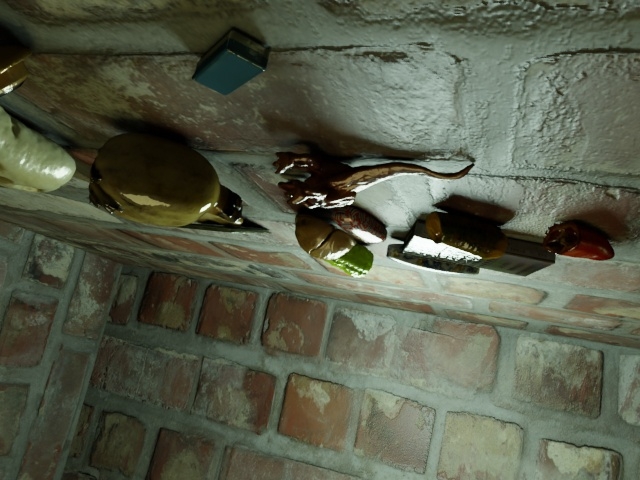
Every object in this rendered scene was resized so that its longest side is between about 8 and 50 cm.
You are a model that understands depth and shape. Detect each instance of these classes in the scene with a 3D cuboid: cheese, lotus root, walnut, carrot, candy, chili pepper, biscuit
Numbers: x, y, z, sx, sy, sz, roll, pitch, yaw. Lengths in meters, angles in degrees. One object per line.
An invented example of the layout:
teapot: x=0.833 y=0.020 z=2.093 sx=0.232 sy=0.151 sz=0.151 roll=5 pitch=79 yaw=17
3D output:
cheese: x=-0.659 y=-0.199 z=1.088 sx=0.328 sy=0.130 sz=0.351 roll=22 pitch=166 yaw=-31
lotus root: x=-0.292 y=-0.107 z=1.071 sx=0.309 sy=0.183 sz=0.182 roll=15 pitch=167 yaw=-26
walnut: x=-0.001 y=0.002 z=1.366 sx=0.167 sy=0.087 sz=0.211 roll=24 pitch=176 yaw=-5
carrot: x=0.309 y=-0.009 z=1.143 sx=0.173 sy=0.082 sz=0.082 roll=11 pitch=168 yaw=-11
candy: x=0.055 y=0.036 z=1.557 sx=0.209 sy=0.097 sz=0.096 roll=23 pitch=164 yaw=-24
chili pepper: x=0.537 y=0.013 z=1.085 sx=0.168 sy=0.065 sz=0.088 roll=14 pitch=169 yaw=-27
biscuit: x=-0.298 y=-0.085 z=1.444 sx=0.164 sy=0.047 sz=0.208 roll=9 pitch=168 yaw=2

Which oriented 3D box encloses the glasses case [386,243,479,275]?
glasses case: x=0.299 y=0.051 z=1.437 sx=0.247 sy=0.065 sz=0.087 roll=10 pitch=179 yaw=1

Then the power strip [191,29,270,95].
power strip: x=-0.118 y=-0.225 z=0.696 sx=0.056 sy=0.032 sz=0.123 roll=20 pitch=165 yaw=-31

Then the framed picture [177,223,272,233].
framed picture: x=-0.313 y=-0.038 z=1.620 sx=0.273 sy=0.016 sz=0.216 roll=5 pitch=-179 yaw=26

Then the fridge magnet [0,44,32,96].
fridge magnet: x=-0.477 y=-0.236 z=0.765 sx=0.142 sy=0.143 sz=0.063 roll=4 pitch=129 yaw=32

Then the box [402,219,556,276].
box: x=0.372 y=0.023 z=1.305 sx=0.324 sy=0.047 sz=0.180 roll=11 pitch=167 yaw=2

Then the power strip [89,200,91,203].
power strip: x=-0.546 y=-0.125 z=1.464 sx=0.145 sy=0.061 sz=0.215 roll=18 pitch=167 yaw=-23

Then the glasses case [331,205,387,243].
glasses case: x=0.100 y=-0.031 z=1.307 sx=0.073 sy=0.049 sz=0.194 roll=2 pitch=164 yaw=35

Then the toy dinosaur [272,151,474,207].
toy dinosaur: x=0.029 y=-0.102 z=0.961 sx=0.208 sy=0.097 sz=0.432 roll=5 pitch=179 yaw=-43
